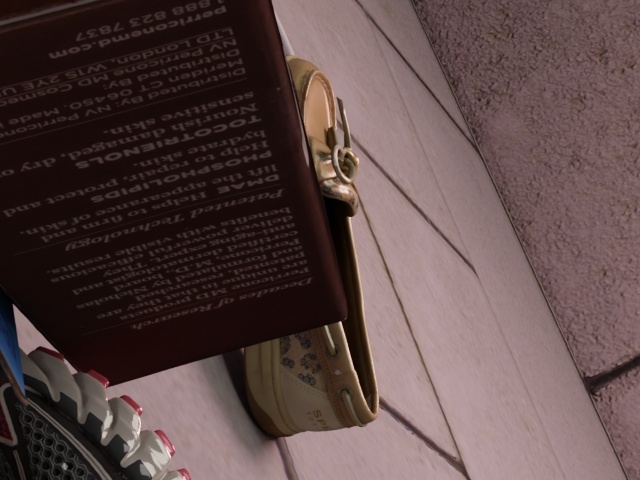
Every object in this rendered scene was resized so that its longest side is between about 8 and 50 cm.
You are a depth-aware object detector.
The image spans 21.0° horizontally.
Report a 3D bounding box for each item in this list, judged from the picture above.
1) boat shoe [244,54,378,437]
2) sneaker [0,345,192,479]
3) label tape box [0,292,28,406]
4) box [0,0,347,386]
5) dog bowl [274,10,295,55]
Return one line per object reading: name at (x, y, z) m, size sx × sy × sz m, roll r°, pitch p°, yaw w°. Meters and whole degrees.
boat shoe at (0.000, 0.000, 1.264) m, size 0.104 × 0.089 × 0.285 m, roll 19°, pitch 67°, yaw -63°
sneaker at (-0.094, 0.173, 0.719) m, size 0.112 × 0.121 × 0.299 m, roll -25°, pitch 76°, yaw -47°
label tape box at (-0.216, -0.115, 0.716) m, size 0.240 × 0.106 × 0.333 m, roll 74°, pitch 2°, yaw -47°
box at (-0.085, -0.085, 0.669) m, size 0.381 × 0.143 × 0.191 m, roll 79°, pitch -4°, yaw -72°
dog bowl at (-0.121, -0.185, 1.377) m, size 0.265 × 0.104 × 0.265 m, roll 56°, pitch 14°, yaw -21°
